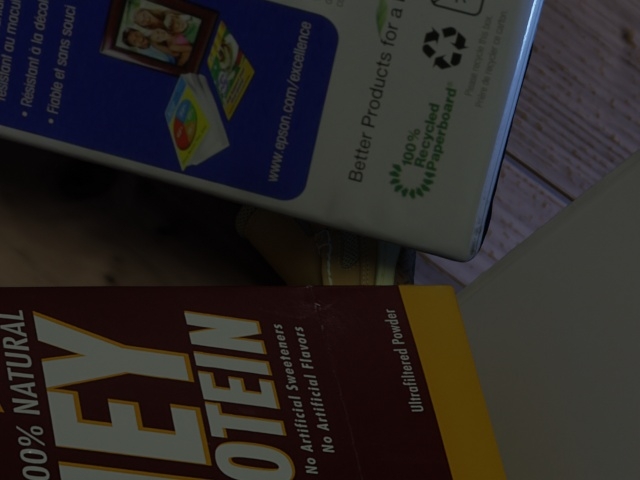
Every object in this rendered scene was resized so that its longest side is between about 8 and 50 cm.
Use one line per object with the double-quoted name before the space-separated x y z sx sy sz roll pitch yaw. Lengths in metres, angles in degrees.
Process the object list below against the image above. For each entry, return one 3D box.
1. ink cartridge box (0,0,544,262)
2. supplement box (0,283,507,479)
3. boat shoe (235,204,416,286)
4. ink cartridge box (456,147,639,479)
"ink cartridge box" -0.097 -0.124 0.700 0.371 0.176 0.069 14 23 2
"supplement box" -0.066 0.114 0.576 0.194 0.191 0.129 0 58 -24
"boat shoe" 0.000 0.000 0.773 0.072 0.068 0.190 7 45 -6
"ink cartridge box" 0.176 0.115 0.650 0.270 0.197 0.198 10 54 -35
